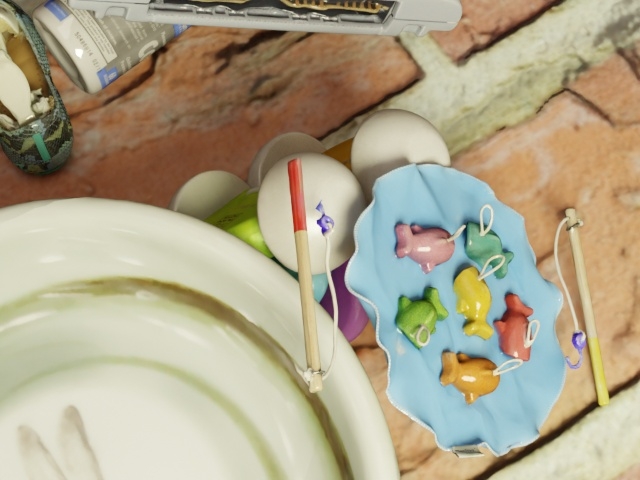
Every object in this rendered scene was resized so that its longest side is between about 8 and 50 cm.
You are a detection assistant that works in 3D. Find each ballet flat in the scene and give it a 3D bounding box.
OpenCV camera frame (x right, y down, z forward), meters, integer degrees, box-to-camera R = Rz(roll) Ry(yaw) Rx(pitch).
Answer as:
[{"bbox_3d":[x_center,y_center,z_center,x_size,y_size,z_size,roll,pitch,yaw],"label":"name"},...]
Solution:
[{"bbox_3d":[-0.237,-0.135,1.068,0.070,0.070,0.188,-29,63,-9],"label":"ballet flat"}]

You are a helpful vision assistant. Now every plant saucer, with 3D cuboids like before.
[{"bbox_3d":[-0.146,0.178,0.849,0.400,0.100,0.401,-2,74,8],"label":"plant saucer"}]

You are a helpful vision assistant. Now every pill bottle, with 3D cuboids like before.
[{"bbox_3d":[-0.141,-0.178,1.072,0.137,0.078,0.078,-37,65,-13],"label":"pill bottle"}]

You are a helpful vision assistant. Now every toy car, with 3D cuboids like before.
[{"bbox_3d":[0.000,0.000,0.932,0.182,0.159,0.136,-29,104,-38],"label":"toy car"}]

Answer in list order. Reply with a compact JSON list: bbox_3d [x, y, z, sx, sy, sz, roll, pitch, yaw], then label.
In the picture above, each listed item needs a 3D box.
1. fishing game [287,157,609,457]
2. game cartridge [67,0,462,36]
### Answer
[{"bbox_3d":[0.091,0.038,0.854,0.041,0.264,0.189,-24,62,44],"label":"fishing game"},{"bbox_3d":[-0.050,-0.245,1.050,0.294,0.060,0.196,0,56,-22],"label":"game cartridge"}]
